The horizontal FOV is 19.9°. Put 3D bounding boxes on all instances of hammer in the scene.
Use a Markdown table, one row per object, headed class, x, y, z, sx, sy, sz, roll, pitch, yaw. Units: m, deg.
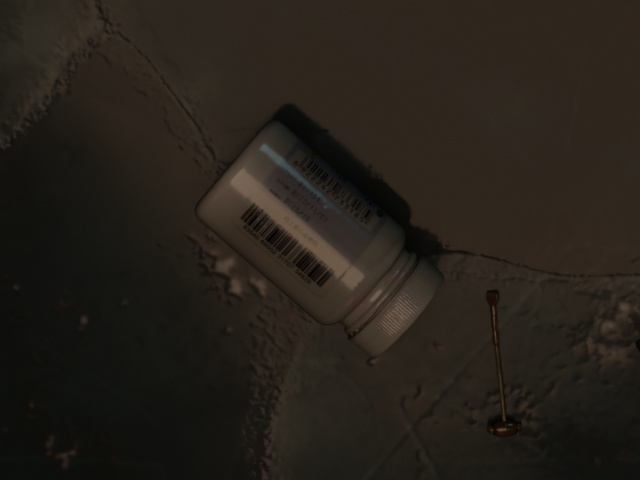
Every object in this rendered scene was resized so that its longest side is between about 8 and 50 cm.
| class | x | y | z | sx | sy | sz | roll | pitch | yaw |
| --- | --- | --- | --- | --- | --- | --- | --- | --- | --- |
| hammer | 0.146 | 0.102 | 1.493 | 0.029 | 0.014 | 0.123 | -7 | 99 | -2 |

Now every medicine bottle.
| class | x | y | z | sx | sy | sz | roll | pitch | yaw |
| --- | --- | --- | --- | --- | --- | --- | --- | --- | --- |
| medicine bottle | 0.000 | 0.000 | 1.438 | 0.187 | 0.103 | 0.103 | 40 | 102 | -3 |

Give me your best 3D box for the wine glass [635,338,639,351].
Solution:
| class | x | y | z | sx | sy | sz | roll | pitch | yaw |
| --- | --- | --- | --- | --- | --- | --- | --- | --- | --- |
| wine glass | 0.446 | 0.071 | 1.396 | 0.309 | 0.096 | 0.264 | -44 | 81 | 11 |
